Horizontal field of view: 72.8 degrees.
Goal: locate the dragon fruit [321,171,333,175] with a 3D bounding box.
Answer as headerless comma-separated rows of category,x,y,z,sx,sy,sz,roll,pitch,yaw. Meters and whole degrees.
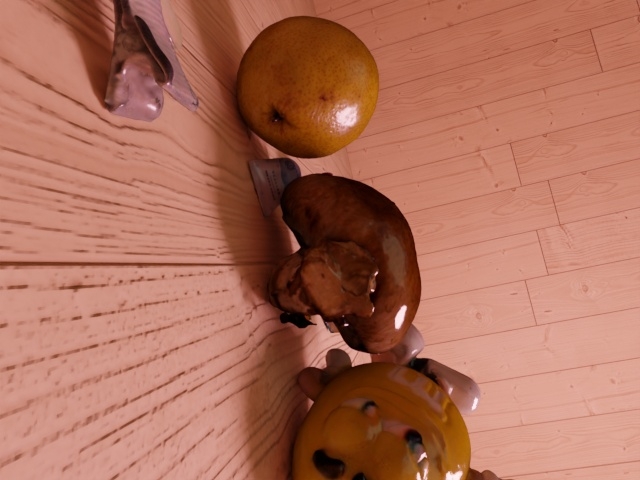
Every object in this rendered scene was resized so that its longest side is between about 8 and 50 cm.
dragon fruit,0.016,-0.046,0.846,0.133,0.136,0.166,-102,-165,-71

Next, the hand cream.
hand cream,-0.067,-0.096,0.684,0.142,0.053,0.084,-51,128,-65

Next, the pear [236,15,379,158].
pear,-0.023,-0.220,0.634,0.209,0.209,0.209,-13,90,-80

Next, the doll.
doll,0.128,0.259,0.613,0.423,0.348,0.161,-101,-151,-69

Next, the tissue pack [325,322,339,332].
tissue pack,0.040,0.092,0.908,0.169,0.082,0.120,-92,166,-49

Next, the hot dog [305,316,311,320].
hot dog,-0.031,0.107,0.681,0.083,0.021,0.037,64,18,-48

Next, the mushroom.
mushroom,0.037,0.030,0.612,0.283,0.195,0.263,-59,130,-66

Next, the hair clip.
hair clip,-0.142,-0.204,0.336,0.159,0.071,0.218,-20,102,-82
